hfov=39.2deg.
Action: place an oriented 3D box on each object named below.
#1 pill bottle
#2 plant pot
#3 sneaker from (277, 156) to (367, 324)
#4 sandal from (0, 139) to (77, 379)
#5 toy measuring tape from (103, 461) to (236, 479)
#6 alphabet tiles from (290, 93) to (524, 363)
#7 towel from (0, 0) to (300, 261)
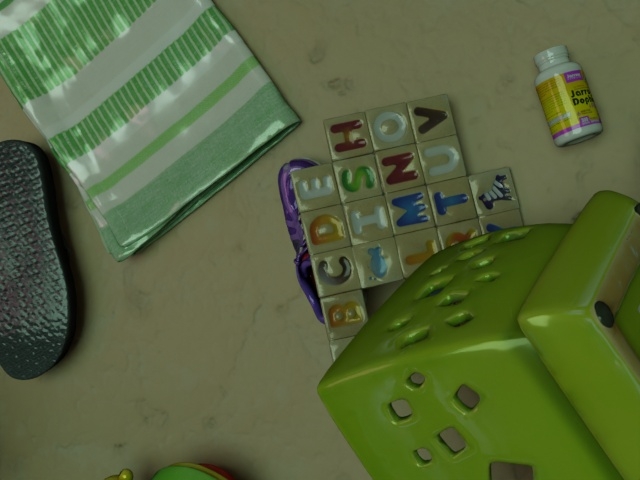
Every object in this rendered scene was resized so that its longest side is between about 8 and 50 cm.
[{"bbox_3d":[0.215,-0.127,0.792,0.043,0.043,0.083,-20,83,18],"label":"pill bottle"},{"bbox_3d":[0.173,0.107,0.655,0.207,0.227,0.228,-31,97,40],"label":"plant pot"},{"bbox_3d":[0.000,0.000,0.850,0.068,0.071,0.170,-21,82,17],"label":"sneaker"},{"bbox_3d":[-0.306,0.020,0.965,0.097,0.054,0.255,-3,88,9],"label":"sandal"},{"bbox_3d":[-0.068,0.293,0.845,0.330,0.121,0.121,22,96,13],"label":"toy measuring tape"},{"bbox_3d":[0.086,-0.007,0.815,0.198,0.009,0.237,-13,86,-4],"label":"alphabet tiles"},{"bbox_3d":[-0.207,-0.174,0.941,0.248,0.038,0.325,-38,78,14],"label":"towel"}]
